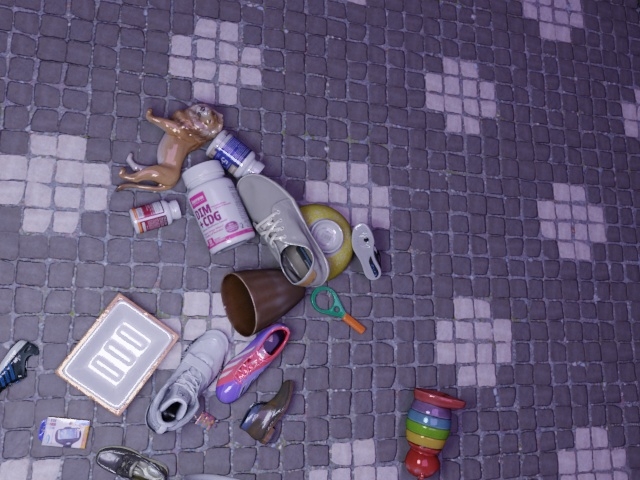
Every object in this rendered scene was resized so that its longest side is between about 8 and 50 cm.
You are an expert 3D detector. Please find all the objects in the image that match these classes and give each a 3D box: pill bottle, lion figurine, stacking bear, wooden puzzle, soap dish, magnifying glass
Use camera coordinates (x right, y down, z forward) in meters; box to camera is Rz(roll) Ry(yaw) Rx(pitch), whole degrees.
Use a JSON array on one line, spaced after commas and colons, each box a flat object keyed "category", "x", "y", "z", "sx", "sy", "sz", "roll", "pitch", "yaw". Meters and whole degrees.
[{"category": "pill bottle", "x": -0.288, "y": -0.281, "z": 1.949, "sx": 0.187, "sy": 0.112, "sz": 0.112, "roll": 37, "pitch": 71, "yaw": -7}, {"category": "lion figurine", "x": -0.497, "y": -0.294, "z": 1.889, "sx": 0.240, "sy": 0.142, "sz": 0.391, "roll": 25, "pitch": 86, "yaw": -18}, {"category": "stacking bear", "x": 0.369, "y": 0.671, "z": 1.960, "sx": 0.164, "sy": 0.175, "sz": 0.288, "roll": 15, "pitch": 83, "yaw": -16}, {"category": "pill bottle", "x": -0.340, "y": -0.110, "z": 1.874, "sx": 0.161, "sy": 0.160, "sz": 0.282, "roll": -23, "pitch": 87, "yaw": -20}, {"category": "wooden puzzle", "x": -0.367, "y": 0.577, "z": 1.816, "sx": 0.083, "sy": 0.006, "sz": 0.049, "roll": 36, "pitch": 71, "yaw": -8}, {"category": "soap dish", "x": -0.610, "y": 0.343, "z": 1.725, "sx": 0.229, "sy": 0.118, "sz": 0.290, "roll": 38, "pitch": 72, "yaw": -8}, {"category": "magnifying glass", "x": 0.063, "y": 0.250, "z": 2.008, "sx": 0.231, "sy": 0.026, "sz": 0.092, "roll": 39, "pitch": 71, "yaw": -5}, {"category": "pill bottle", "x": -0.536, "y": -0.081, "z": 1.846, "sx": 0.152, "sy": 0.086, "sz": 0.086, "roll": -18, "pitch": 85, "yaw": -20}]

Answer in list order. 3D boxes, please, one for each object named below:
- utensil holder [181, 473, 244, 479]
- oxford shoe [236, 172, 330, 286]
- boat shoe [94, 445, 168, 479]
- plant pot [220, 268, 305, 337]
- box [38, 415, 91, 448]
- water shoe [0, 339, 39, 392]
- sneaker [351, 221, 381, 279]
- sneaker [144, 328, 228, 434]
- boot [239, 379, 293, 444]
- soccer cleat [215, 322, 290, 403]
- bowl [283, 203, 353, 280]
[{"category": "utensil holder", "x": -0.294, "y": 0.907, "z": 1.614, "sx": 0.328, "sy": 0.328, "sz": 0.385, "roll": 19, "pitch": 77, "yaw": -13}, {"category": "oxford shoe", "x": -0.133, "y": -0.037, "z": 1.848, "sx": 0.449, "sy": 0.169, "sz": 0.130, "roll": 55, "pitch": 28, "yaw": 10}, {"category": "boat shoe", "x": -0.562, "y": 0.674, "z": 1.700, "sx": 0.224, "sy": 0.073, "sz": 0.080, "roll": 25, "pitch": 73, "yaw": -12}, {"category": "plant pot", "x": -0.173, "y": 0.177, "z": 1.864, "sx": 0.231, "sy": 0.215, "sz": 0.215, "roll": -17, "pitch": 85, "yaw": -35}, {"category": "box", "x": -0.760, "y": 0.567, "z": 1.683, "sx": 0.136, "sy": 0.028, "sz": 0.081, "roll": 11, "pitch": 77, "yaw": -17}, {"category": "water shoe", "x": -0.898, "y": 0.390, "z": 1.649, "sx": 0.080, "sy": 0.073, "sz": 0.203, "roll": 30, "pitch": 73, "yaw": -12}, {"category": "sneaker", "x": 0.163, "y": 0.024, "z": 2.024, "sx": 0.079, "sy": 0.121, "sz": 0.216, "roll": -12, "pitch": 108, "yaw": 11}, {"category": "sneaker", "x": -0.392, "y": 0.430, "z": 1.728, "sx": 0.137, "sy": 0.210, "sz": 0.365, "roll": 38, "pitch": 71, "yaw": -8}, {"category": "boot", "x": -0.173, "y": 0.540, "z": 1.846, "sx": 0.106, "sy": 0.082, "sz": 0.219, "roll": 29, "pitch": 74, "yaw": -13}, {"category": "soccer cleat", "x": -0.218, "y": 0.391, "z": 1.840, "sx": 0.108, "sy": 0.116, "sz": 0.318, "roll": 45, "pitch": 70, "yaw": -5}, {"category": "bowl", "x": 0.000, "y": 0.000, "z": 1.964, "sx": 0.290, "sy": 0.156, "sz": 0.289, "roll": 3, "pitch": 79, "yaw": -17}]
